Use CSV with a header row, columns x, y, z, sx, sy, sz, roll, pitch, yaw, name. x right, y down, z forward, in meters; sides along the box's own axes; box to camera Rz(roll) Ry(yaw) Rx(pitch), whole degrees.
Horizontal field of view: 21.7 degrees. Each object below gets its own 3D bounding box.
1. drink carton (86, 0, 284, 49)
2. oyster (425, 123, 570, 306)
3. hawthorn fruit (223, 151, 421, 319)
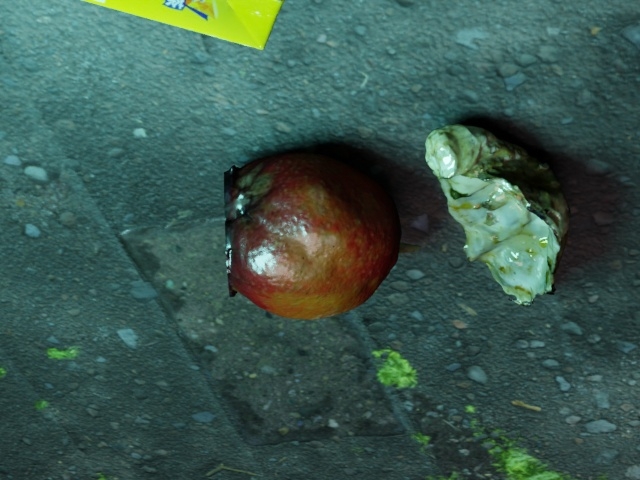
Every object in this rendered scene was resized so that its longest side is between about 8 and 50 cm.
x,y,z,sx,sy,sz,roll,pitch,yaw,name
-0.196,-0.305,1.527,0.351,0.154,0.111,14,142,-8,drink carton
0.204,-0.028,1.883,0.166,0.094,0.294,18,154,16,oyster
0.000,0.000,1.864,0.251,0.189,0.189,16,141,-22,hawthorn fruit
